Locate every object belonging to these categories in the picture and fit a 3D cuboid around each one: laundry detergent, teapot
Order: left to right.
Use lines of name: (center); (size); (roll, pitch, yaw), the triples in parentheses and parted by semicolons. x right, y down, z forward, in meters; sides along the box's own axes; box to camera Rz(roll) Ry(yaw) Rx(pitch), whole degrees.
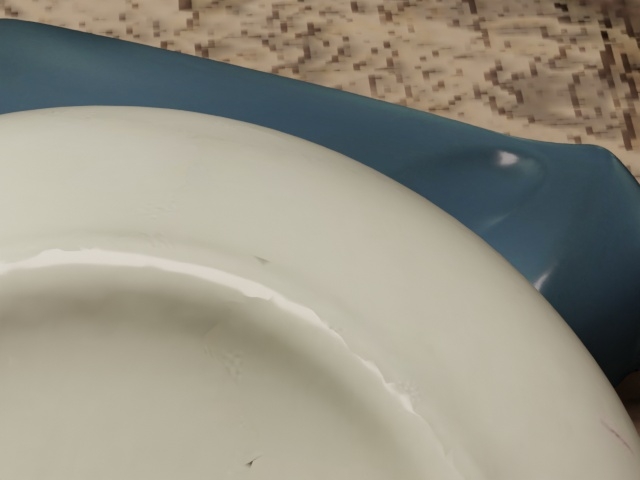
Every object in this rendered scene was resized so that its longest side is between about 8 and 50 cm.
teapot: (-0.049, 0.077, 0.357); (0.298, 0.139, 0.204); (5, 79, -2)
laundry detergent: (0.000, 0.001, 0.479); (0.206, 0.061, 0.096); (11, 40, 6)
